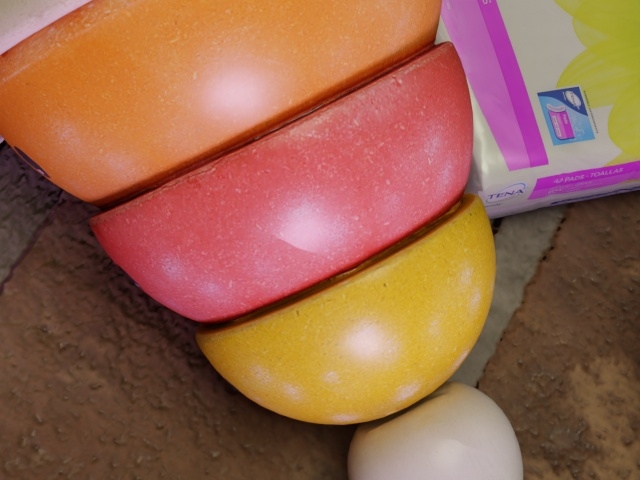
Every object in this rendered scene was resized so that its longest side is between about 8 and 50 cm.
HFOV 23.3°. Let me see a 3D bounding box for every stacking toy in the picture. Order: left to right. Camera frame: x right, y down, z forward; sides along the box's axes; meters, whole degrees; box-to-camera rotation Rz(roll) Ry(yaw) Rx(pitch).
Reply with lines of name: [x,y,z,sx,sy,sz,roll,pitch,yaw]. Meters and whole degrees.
stacking toy: [0.000,0.000,1.015,0.351,0.350,0.480,-28,94,-24]

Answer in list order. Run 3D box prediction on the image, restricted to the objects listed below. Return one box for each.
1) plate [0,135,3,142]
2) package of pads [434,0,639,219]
plate: [-0.397,-0.131,1.060,0.277,0.045,0.278,-24,77,-22]
package of pads: [0.173,-0.174,1.211,0.229,0.101,0.296,-11,73,-19]
